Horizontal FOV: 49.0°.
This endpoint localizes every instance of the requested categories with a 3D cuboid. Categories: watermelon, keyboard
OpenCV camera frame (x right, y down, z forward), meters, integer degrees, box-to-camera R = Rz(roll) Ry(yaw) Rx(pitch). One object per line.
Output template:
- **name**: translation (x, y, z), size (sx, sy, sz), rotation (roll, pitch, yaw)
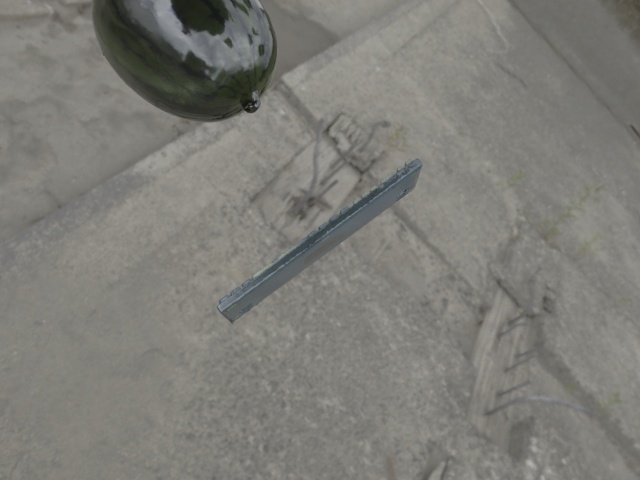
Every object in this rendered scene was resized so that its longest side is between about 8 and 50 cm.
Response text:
- **watermelon**: translation (-0.067, -0.103, 0.351), size (0.110, 0.078, 0.078), rotation (42, 27, 22)
- **keyboard**: translation (0.001, 0.001, 0.510), size (0.014, 0.176, 0.055), rotation (52, -7, 9)
